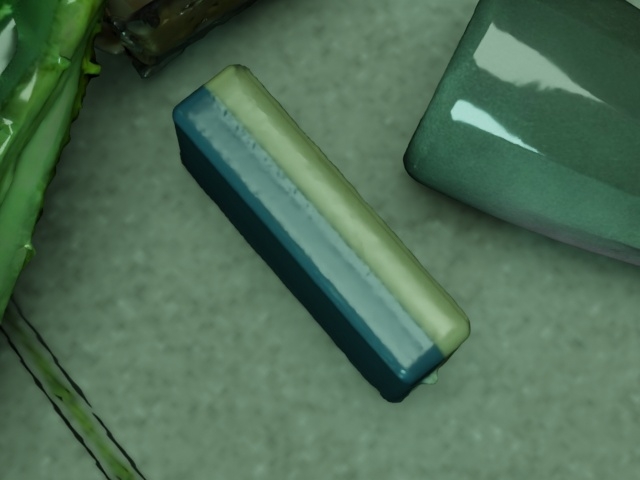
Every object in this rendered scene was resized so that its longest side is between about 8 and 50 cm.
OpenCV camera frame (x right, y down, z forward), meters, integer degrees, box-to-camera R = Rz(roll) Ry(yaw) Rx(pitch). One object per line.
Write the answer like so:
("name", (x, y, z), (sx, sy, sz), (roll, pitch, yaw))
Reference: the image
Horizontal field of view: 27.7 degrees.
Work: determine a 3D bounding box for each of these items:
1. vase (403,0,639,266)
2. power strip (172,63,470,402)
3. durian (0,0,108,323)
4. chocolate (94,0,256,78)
("vase", (0.140, -0.015, 0.435), (0.214, 0.086, 0.086), (26, 76, 2))
("power strip", (0.000, 0.000, 0.439), (0.032, 0.056, 0.123), (-39, 79, -11))
("durian", (-0.149, 0.022, 0.393), (0.106, 0.132, 0.375), (20, 92, 4))
("chocolate", (0.042, -0.170, 0.485), (0.329, 0.065, 0.102), (-35, 64, -10))
